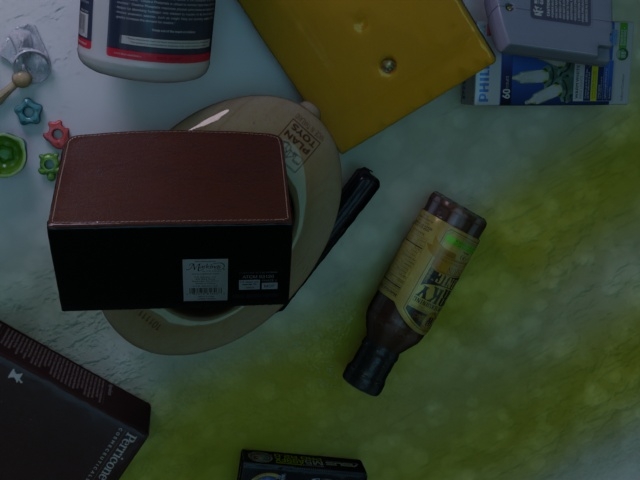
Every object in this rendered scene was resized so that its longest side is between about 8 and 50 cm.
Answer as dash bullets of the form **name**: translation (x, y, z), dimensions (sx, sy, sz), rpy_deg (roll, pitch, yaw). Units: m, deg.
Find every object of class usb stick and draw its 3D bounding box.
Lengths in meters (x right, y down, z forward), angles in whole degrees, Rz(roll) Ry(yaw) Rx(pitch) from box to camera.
- **usb stick**: translation (0.000, 0.000, 1.466), dimensions (0.045, 0.077, 0.278), rpy_deg (38, 94, 8)

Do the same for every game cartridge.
- **game cartridge**: translation (0.348, -0.419, 1.397), dimensions (0.198, 0.062, 0.297), rpy_deg (5, 77, -6)
- **game cartridge**: translation (0.063, -0.334, 1.373), dimensions (0.285, 0.053, 0.324), rpy_deg (-29, 107, 17)

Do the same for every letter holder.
- **letter holder**: translation (-0.197, -0.034, 1.238), dimensions (0.301, 0.214, 0.152), rpy_deg (-1, 132, -7)

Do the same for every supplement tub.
- **supplement tub**: translation (-0.239, -0.371, 1.276), dimensions (0.191, 0.191, 0.272), rpy_deg (5, 110, -10)

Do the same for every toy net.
- **toy net**: translation (-0.438, -0.207, 1.370), dimensions (0.122, 0.045, 0.232), rpy_deg (8, 100, -10)

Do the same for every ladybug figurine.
- **ladybug figurine**: translation (-0.151, -0.031, 1.388), dimensions (0.305, 0.162, 0.449), rpy_deg (42, 93, -12)

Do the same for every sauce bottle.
- **sauce bottle**: translation (0.148, 0.092, 1.490), dimensions (0.111, 0.111, 0.344), rpy_deg (26, 97, -13)

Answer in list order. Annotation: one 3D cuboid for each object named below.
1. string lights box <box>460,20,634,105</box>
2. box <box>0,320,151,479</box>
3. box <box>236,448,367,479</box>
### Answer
- **string lights box**: translation (0.362, -0.285, 1.463), dimensions (0.259, 0.077, 0.133), rpy_deg (-2, 102, -9)
- **box**: translation (-0.475, 0.264, 1.412), dimensions (0.381, 0.143, 0.191), rpy_deg (32, 94, -15)
- **box**: translation (-0.048, 0.504, 1.565), dimensions (0.216, 0.060, 0.270), rpy_deg (8, 100, -11)
